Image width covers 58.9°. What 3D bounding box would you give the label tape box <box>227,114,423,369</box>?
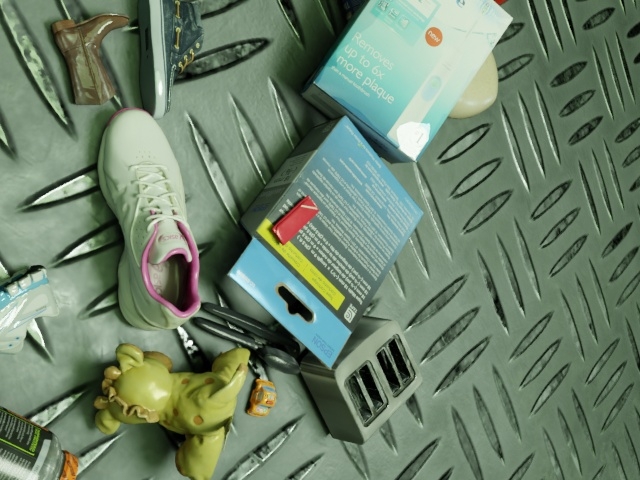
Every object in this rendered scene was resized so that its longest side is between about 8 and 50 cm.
[{"bbox_3d":[0.000,0.000,0.929,0.240,0.106,0.333,47,63,-25],"label":"label tape box"}]

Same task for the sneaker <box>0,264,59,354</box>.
[{"bbox_3d":[-0.391,0.108,0.654,0.191,0.071,0.083,-34,113,-33],"label":"sneaker"}]

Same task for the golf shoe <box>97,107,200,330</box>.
[{"bbox_3d":[-0.213,-0.030,0.751,0.115,0.140,0.306,-12,93,-35],"label":"golf shoe"}]

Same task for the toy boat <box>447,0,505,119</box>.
[{"bbox_3d":[0.274,-0.402,1.150,0.267,0.148,0.318,40,72,-23],"label":"toy boat"}]

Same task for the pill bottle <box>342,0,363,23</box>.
[{"bbox_3d":[0.077,-0.425,1.033,0.067,0.067,0.120,-21,100,-36],"label":"pill bottle"}]

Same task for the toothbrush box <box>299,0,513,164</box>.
[{"bbox_3d":[0.141,-0.310,0.956,0.216,0.126,0.295,36,86,-14],"label":"toothbrush box"}]

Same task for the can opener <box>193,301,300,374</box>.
[{"bbox_3d":[-0.106,0.145,0.874,0.186,0.073,0.059,35,76,-21],"label":"can opener"}]

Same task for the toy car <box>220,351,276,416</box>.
[{"bbox_3d":[-0.112,0.226,0.874,0.122,0.040,0.060,44,63,-27],"label":"toy car"}]

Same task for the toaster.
[{"bbox_3d":[0.068,0.225,0.968,0.168,0.110,0.185,-34,107,-34],"label":"toaster"}]

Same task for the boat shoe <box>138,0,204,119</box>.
[{"bbox_3d":[-0.209,-0.262,0.809,0.083,0.065,0.183,-1,87,-36],"label":"boat shoe"}]

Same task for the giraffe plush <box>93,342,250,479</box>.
[{"bbox_3d":[-0.200,0.210,0.748,0.170,0.210,0.181,19,79,-5],"label":"giraffe plush"}]

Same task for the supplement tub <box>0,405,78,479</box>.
[{"bbox_3d":[-0.377,0.243,0.625,0.190,0.117,0.117,42,64,-27],"label":"supplement tub"}]

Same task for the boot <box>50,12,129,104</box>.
[{"bbox_3d":[-0.292,-0.241,0.763,0.106,0.037,0.114,-21,98,-23],"label":"boot"}]

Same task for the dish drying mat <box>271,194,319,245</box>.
[{"bbox_3d":[-0.036,-0.030,0.833,0.083,0.008,0.032,-46,114,-29],"label":"dish drying mat"}]
